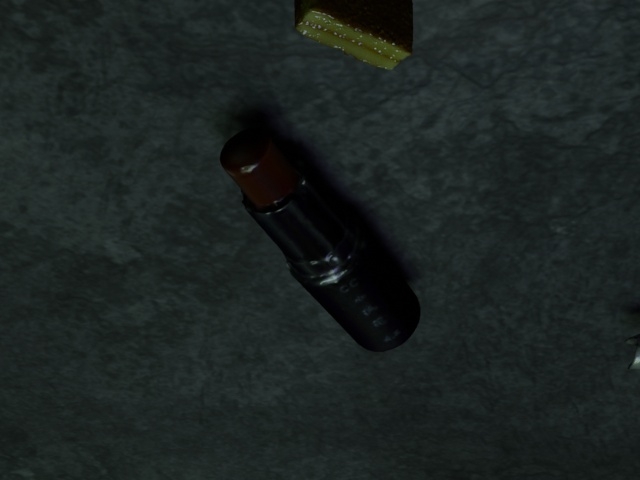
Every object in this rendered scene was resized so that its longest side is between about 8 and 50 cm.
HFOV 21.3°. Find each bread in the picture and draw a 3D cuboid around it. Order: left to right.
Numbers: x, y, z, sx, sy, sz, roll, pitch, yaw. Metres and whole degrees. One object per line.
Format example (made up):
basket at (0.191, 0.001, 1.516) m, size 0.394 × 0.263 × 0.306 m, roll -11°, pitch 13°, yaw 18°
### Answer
bread at (0.024, -0.182, 1.256) m, size 0.090 × 0.094 × 0.035 m, roll 20°, pitch 142°, yaw -25°

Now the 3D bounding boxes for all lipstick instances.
lipstick at (0.000, 0.000, 1.519) m, size 0.081 × 0.081 × 0.299 m, roll -15°, pitch 140°, yaw 23°

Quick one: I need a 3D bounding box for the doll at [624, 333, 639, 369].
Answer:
doll at (0.388, 0.090, 1.599) m, size 0.149 × 0.095 × 0.192 m, roll 16°, pitch 140°, yaw -20°
